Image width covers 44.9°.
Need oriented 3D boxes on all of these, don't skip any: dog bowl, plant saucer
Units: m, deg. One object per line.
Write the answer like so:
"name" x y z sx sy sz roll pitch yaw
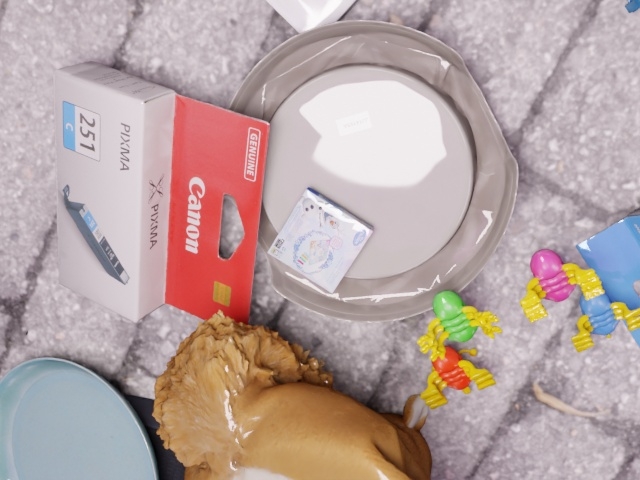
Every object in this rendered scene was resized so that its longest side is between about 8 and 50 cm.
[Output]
"dog bowl" 0.054 -0.082 0.927 0.349 0.102 0.348 2 103 8
"plant saucer" -0.342 0.312 1.074 0.318 0.044 0.317 4 99 25

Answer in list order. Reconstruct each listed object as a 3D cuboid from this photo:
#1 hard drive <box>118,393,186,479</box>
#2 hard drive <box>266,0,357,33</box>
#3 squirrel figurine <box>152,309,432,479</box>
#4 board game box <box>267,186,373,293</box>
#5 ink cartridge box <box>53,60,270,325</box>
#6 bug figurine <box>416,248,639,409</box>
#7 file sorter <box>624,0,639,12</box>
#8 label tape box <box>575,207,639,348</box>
"hard drive" -0.180 0.329 1.085 0.255 0.054 0.171 17 105 5
"hard drive" 0.025 -0.407 0.885 0.203 0.040 0.307 44 105 -3
"squirrel figurine" -0.001 0.240 0.902 0.281 0.370 0.397 -47 72 17
"board game box" 0.000 0.000 0.892 0.090 0.020 0.090 33 106 1
"ink cartridge box" -0.200 -0.036 0.927 0.261 0.066 0.296 21 121 22
"bug figurine" 0.231 0.098 0.916 0.279 0.072 0.216 -23 140 11
"file sorter" 0.358 -0.318 0.790 0.118 0.170 0.104 -33 92 15
"label tape box" 0.508 0.028 0.880 0.334 0.106 0.240 -32 96 14
